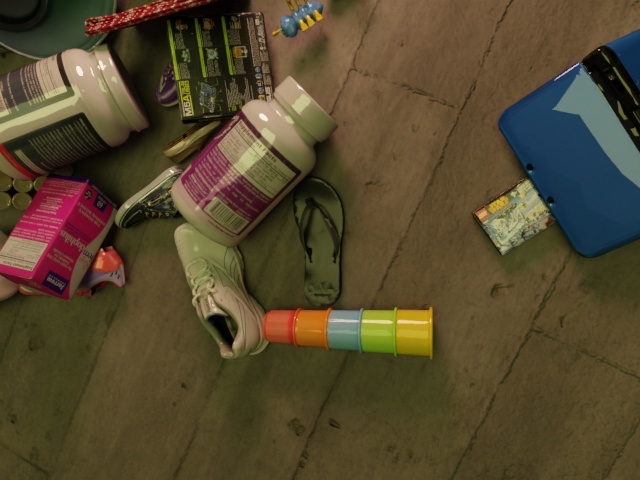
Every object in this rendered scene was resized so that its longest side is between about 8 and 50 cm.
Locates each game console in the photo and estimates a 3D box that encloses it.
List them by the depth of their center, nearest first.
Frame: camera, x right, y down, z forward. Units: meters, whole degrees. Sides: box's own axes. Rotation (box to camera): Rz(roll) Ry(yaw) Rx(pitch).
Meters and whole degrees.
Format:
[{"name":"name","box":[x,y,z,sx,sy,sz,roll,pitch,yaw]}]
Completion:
[{"name":"game console","box":[0.497,-0.162,0.784,0.250,0.173,0.293,-28,85,-25]}]

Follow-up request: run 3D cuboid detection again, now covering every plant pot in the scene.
[{"name":"plant pot","box":[-0.586,-0.504,0.915,0.196,0.293,0.293,17,96,38]}]

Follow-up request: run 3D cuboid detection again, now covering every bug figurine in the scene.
[{"name":"bug figurine","box":[-0.036,-0.517,0.879,0.216,0.072,0.279,-27,82,6]}]

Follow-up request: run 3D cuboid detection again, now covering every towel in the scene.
[{"name":"towel","box":[-0.277,-0.439,0.878,0.274,0.199,0.031,-10,118,12]}]

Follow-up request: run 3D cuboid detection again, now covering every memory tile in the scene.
[{"name":"memory tile","box":[-0.608,-0.119,0.996,0.012,0.148,0.113,14,101,53]}]

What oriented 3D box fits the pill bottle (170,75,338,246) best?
[{"name":"pill bottle","box":[-0.116,-0.145,0.860,0.301,0.169,0.169,-44,83,10]}]

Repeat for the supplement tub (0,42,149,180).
[{"name":"supplement tub","box":[-0.495,-0.247,0.903,0.272,0.191,0.191,-23,87,-6]}]

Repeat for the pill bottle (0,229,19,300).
[{"name":"pill bottle","box":[-0.835,0.095,1.023,0.318,0.176,0.176,-20,88,13]}]

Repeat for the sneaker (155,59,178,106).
[{"name":"sneaker","box":[-0.285,-0.350,0.940,0.068,0.071,0.170,37,100,9]}]

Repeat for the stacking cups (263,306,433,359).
[{"name":"stacking cups","box":[0.048,0.161,0.874,0.316,0.096,0.096,2,92,13]}]

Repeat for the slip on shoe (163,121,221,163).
[{"name":"slip on shoe","box":[-0.254,-0.203,0.956,0.135,0.051,0.041,-33,125,4]}]

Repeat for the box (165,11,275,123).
[{"name":"box","box":[-0.186,-0.328,0.895,0.184,0.045,0.191,-10,94,-9]}]

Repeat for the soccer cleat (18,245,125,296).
[{"name":"soccer cleat","box":[-0.535,0.089,1.009,0.248,0.083,0.095,-19,92,10]}]

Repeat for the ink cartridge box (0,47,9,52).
[{"name":"ink cartridge box","box":[-0.770,-0.555,0.974,0.114,0.198,0.273,-2,91,14]}]

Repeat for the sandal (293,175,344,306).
[{"name":"sandal","box":[0.001,0.000,0.898,0.097,0.054,0.255,-8,90,13]}]

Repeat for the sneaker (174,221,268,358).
[{"name":"sneaker","box":[-0.198,0.092,0.908,0.111,0.129,0.297,-33,84,13]}]

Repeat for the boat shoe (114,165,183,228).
[{"name":"boat shoe","box":[-0.336,-0.065,0.964,0.183,0.065,0.083,-39,83,10]}]

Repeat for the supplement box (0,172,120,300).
[{"name":"supplement box","box":[-0.517,-0.008,0.931,0.114,0.111,0.220,10,65,19]}]

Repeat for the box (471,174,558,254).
[{"name":"box","box":[0.353,-0.050,0.833,0.137,0.027,0.094,-34,85,11]}]

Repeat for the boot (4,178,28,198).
[{"name":"boot","box":[-0.794,-0.238,1.021,0.284,0.138,0.377,0,96,14]}]
